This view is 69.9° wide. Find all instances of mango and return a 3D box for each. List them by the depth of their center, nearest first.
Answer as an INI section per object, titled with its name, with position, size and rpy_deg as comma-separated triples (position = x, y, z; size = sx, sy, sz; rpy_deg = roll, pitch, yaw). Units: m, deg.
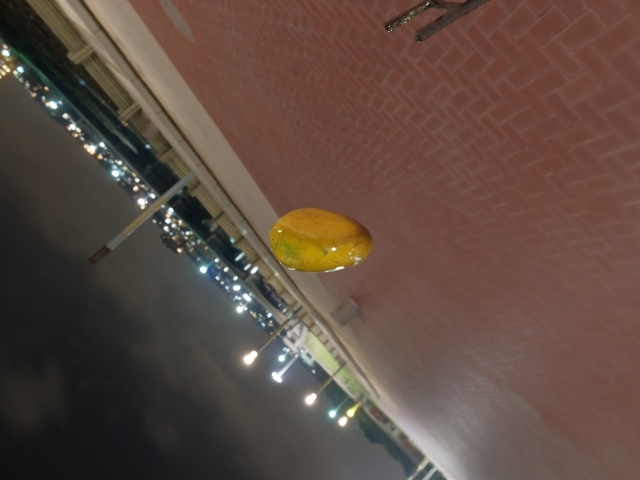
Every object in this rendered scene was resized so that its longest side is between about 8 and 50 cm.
[mango]
position = 0.000, 0.000, 0.421
size = 0.114, 0.079, 0.056
rpy_deg = 9, 109, 53

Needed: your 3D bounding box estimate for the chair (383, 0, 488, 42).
[chair]
position = 0.146, -0.253, 0.371
size = 0.084, 0.213, 0.101
rpy_deg = 58, -174, -32
